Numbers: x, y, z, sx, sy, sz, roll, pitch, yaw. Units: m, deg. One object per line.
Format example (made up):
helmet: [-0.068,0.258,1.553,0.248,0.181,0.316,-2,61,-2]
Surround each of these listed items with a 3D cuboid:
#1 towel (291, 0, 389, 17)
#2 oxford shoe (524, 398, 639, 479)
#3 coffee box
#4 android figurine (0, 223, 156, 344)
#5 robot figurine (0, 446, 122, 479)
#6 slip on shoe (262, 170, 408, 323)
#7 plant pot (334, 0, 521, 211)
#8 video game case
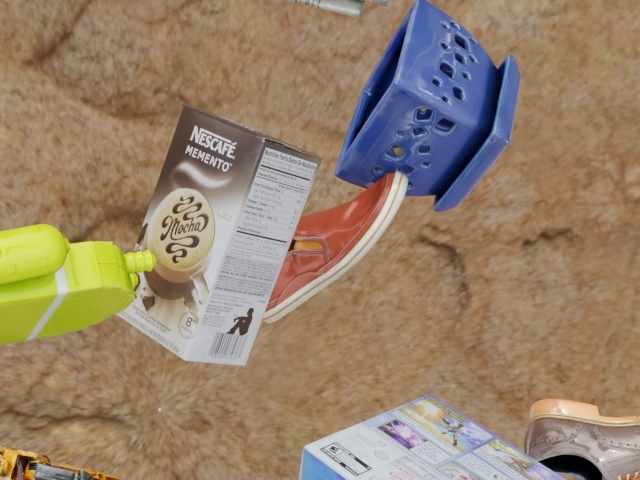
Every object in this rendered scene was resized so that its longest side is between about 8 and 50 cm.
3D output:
towel: [0.009,-0.519,1.727,0.324,0.056,0.312,13,59,14]
oxford shoe: [0.520,0.365,1.690,0.363,0.130,0.133,5,49,21]
coffee box: [-0.138,-0.007,1.337,0.119,0.168,0.297,13,99,-49]
android figurine: [-0.279,0.049,0.885,0.273,0.248,0.056,-10,76,-26]
robot figurine: [-0.394,0.370,1.515,0.211,0.291,0.085,2,69,27]
slip on shoe: [0.000,0.000,1.575,0.331,0.123,0.101,-38,106,21]
plant pot: [0.179,-0.200,1.616,0.212,0.236,0.236,25,48,-7]
video game case: [0.152,0.311,1.286,0.244,0.269,0.061,-14,122,-41]
